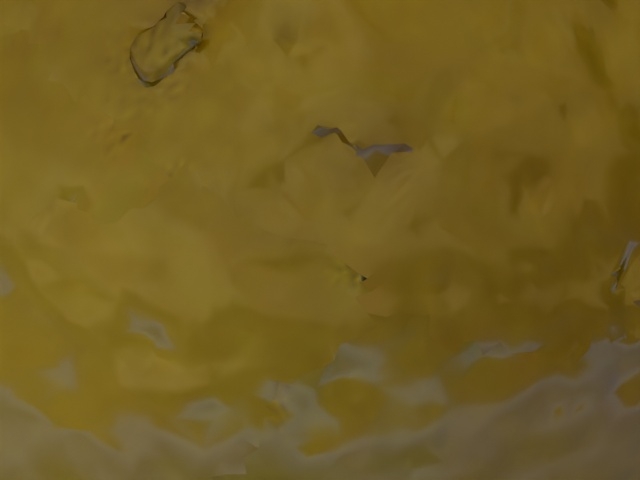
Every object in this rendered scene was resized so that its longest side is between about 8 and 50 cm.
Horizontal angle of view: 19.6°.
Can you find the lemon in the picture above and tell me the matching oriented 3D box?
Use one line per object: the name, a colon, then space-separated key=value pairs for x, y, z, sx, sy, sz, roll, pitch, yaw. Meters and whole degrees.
lemon: x=-0.025 y=-0.004 z=0.510 sx=0.336 sy=0.336 sz=0.336 roll=2 pitch=-137 yaw=-2
